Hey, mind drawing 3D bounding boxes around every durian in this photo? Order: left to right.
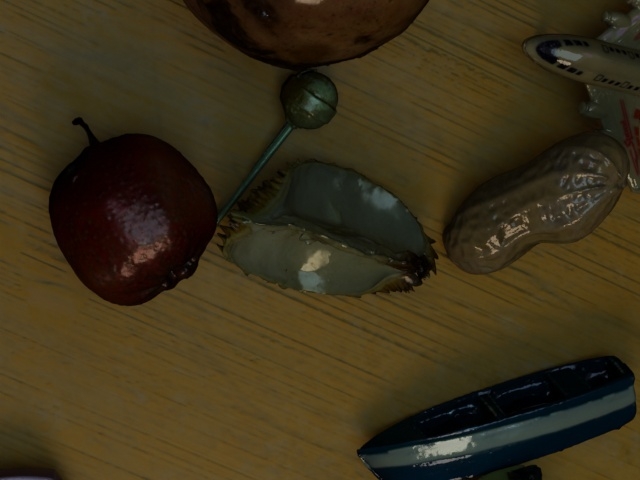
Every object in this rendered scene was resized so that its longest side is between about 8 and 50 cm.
[{"bbox_3d":[0.000,0.000,1.891,0.252,0.139,0.144,26,100,-27],"label":"durian"}]

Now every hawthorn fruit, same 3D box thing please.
[{"bbox_3d":[-0.193,-0.038,1.853,0.157,0.157,0.194,-30,84,-5],"label":"hawthorn fruit"}]

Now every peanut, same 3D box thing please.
[{"bbox_3d":[0.220,-0.034,1.933,0.214,0.090,0.098,-27,89,23],"label":"peanut"}]

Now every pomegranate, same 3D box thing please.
[{"bbox_3d":[-0.019,-0.320,1.766,0.322,0.322,0.322,-1,98,-10],"label":"pomegranate"}]

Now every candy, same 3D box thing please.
[{"bbox_3d":[-0.055,-0.087,1.922,0.061,0.061,0.202,36,98,-13],"label":"candy"}]

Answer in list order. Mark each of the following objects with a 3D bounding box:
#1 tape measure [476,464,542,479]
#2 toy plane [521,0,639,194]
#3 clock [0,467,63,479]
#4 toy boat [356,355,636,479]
[{"bbox_3d":[0.164,0.337,1.974,0.175,0.106,0.200,-15,129,0],"label":"tape measure"},{"bbox_3d":[0.320,-0.173,1.947,0.256,0.104,0.242,12,97,-12],"label":"toy plane"},{"bbox_3d":[-0.312,0.303,1.910,0.198,0.064,0.172,29,94,-13],"label":"clock"},{"bbox_3d":[0.185,0.196,1.977,0.299,0.096,0.061,-16,109,-6],"label":"toy boat"}]
